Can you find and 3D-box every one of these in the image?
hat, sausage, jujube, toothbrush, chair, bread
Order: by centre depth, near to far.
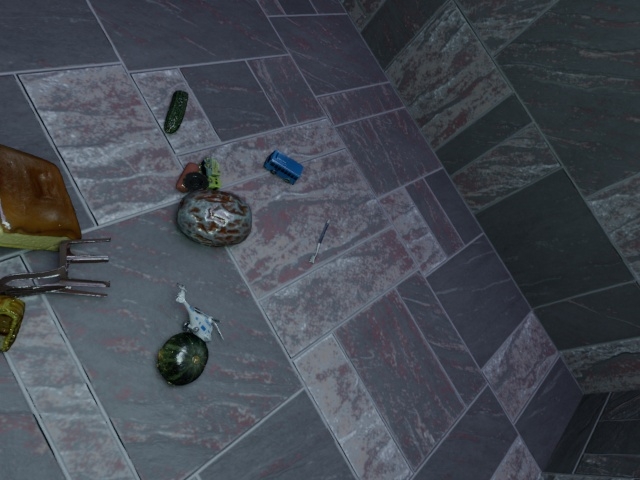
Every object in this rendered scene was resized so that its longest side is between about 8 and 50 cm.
[{"bbox_3d":[-1.042,0.243,1.286,0.222,0.182,0.096,14,18,-26],"label":"bread"},{"bbox_3d":[-0.989,-0.135,1.410,0.143,0.333,0.324,-25,82,6],"label":"bread"},{"bbox_3d":[-0.900,0.101,1.441,0.326,0.175,0.183,3,59,-30],"label":"chair"},{"bbox_3d":[-0.454,-0.097,1.793,0.307,0.215,0.247,-2,73,-28],"label":"jujube"},{"bbox_3d":[-0.542,-0.246,1.846,0.121,0.050,0.121,10,48,-12],"label":"hat"},{"bbox_3d":[-0.592,-0.284,1.889,0.062,0.062,0.154,27,56,-20],"label":"sausage"},{"bbox_3d":[0.000,0.000,2.165,0.026,0.024,0.288,25,57,-4],"label":"toothbrush"}]

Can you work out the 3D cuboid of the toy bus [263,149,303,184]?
[{"bbox_3d":[-0.188,-0.380,2.169,0.184,0.106,0.090,29,58,-19],"label":"toy bus"}]

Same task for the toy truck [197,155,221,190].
[{"bbox_3d":[-0.504,-0.303,1.950,0.100,0.077,0.169,10,59,-44],"label":"toy truck"}]

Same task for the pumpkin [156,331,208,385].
[{"bbox_3d":[-0.504,0.434,1.554,0.190,0.146,0.191,45,34,-43],"label":"pumpkin"}]

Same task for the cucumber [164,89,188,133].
[{"bbox_3d":[-0.675,-0.603,1.984,0.077,0.077,0.266,16,62,-26],"label":"cucumber"}]

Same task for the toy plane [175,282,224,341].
[{"bbox_3d":[-0.473,0.296,1.604,0.181,0.273,0.107,26,57,23],"label":"toy plane"}]
